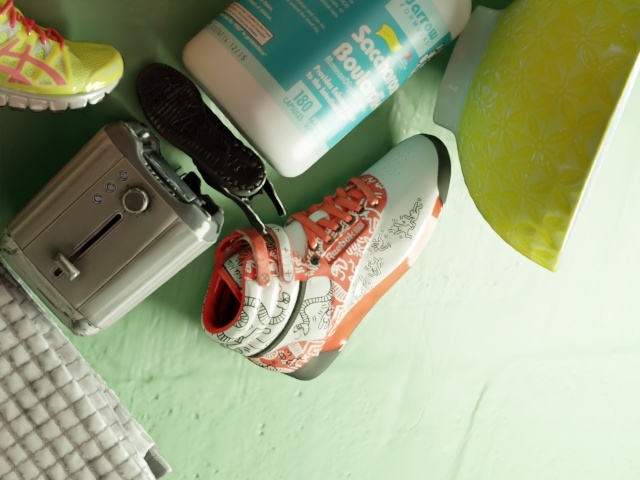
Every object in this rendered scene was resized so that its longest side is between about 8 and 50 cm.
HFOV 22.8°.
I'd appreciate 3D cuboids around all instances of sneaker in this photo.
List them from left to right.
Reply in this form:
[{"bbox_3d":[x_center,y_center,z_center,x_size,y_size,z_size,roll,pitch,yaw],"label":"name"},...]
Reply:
[{"bbox_3d":[-0.248,-0.156,1.239,0.208,0.081,0.094,1,114,-28],"label":"sneaker"},{"bbox_3d":[-0.096,-0.078,1.374,0.170,0.089,0.051,45,82,0],"label":"sneaker"},{"bbox_3d":[0.000,0.001,1.457,0.145,0.090,0.270,24,106,-39],"label":"sneaker"}]

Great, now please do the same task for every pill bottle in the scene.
[{"bbox_3d":[0.024,-0.187,1.327,0.264,0.146,0.146,-42,128,-1],"label":"pill bottle"}]

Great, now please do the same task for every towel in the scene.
[{"bbox_3d":[-0.289,0.171,1.342,0.235,0.121,0.284,-38,105,-6],"label":"towel"}]

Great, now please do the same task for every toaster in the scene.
[{"bbox_3d":[-0.170,-0.011,1.305,0.146,0.227,0.129,-41,95,3],"label":"toaster"}]

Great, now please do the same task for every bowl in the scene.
[{"bbox_3d":[0.193,-0.132,1.424,0.156,0.289,0.289,23,110,9],"label":"bowl"}]
